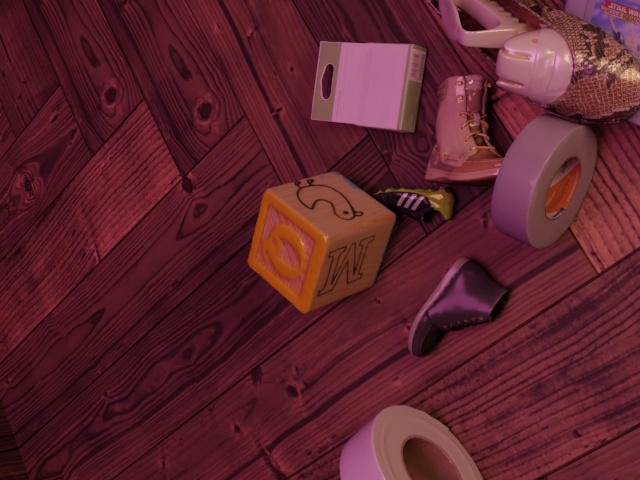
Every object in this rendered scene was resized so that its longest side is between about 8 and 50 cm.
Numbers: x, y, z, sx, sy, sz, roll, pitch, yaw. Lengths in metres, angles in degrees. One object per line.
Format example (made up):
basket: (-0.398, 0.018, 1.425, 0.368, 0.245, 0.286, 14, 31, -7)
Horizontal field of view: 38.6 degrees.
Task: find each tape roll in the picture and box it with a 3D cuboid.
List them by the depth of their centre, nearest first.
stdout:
tape roll: (0.378, -0.099, 1.537, 0.072, 0.219, 0.219, 28, 108, 34)
tape roll: (0.174, 0.443, 1.665, 0.100, 0.286, 0.286, -48, 63, 28)

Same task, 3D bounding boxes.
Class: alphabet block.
alphabet block: (0.000, 0.000, 1.820, 0.192, 0.197, 0.193, 37, 128, 31)

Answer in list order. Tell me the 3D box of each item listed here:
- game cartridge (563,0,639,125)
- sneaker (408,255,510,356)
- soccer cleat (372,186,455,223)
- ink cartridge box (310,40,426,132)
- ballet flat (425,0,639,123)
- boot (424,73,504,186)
game cartridge: (0.495, -0.305, 1.476, 0.297, 0.062, 0.198, 41, 135, 49)
sneaker: (0.256, 0.151, 1.721, 0.118, 0.083, 0.222, 40, 113, 30)
soccer cleat: (0.179, -0.070, 1.794, 0.179, 0.060, 0.072, 3, 94, 35)
ink cartridge box: (0.094, -0.315, 1.859, 0.235, 0.056, 0.171, 13, 98, 40)
ballet flat: (0.322, -0.333, 1.536, 0.483, 0.182, 0.164, 52, 138, 42)
boot: (0.280, -0.200, 1.652, 0.262, 0.095, 0.203, -169, 85, -69)
